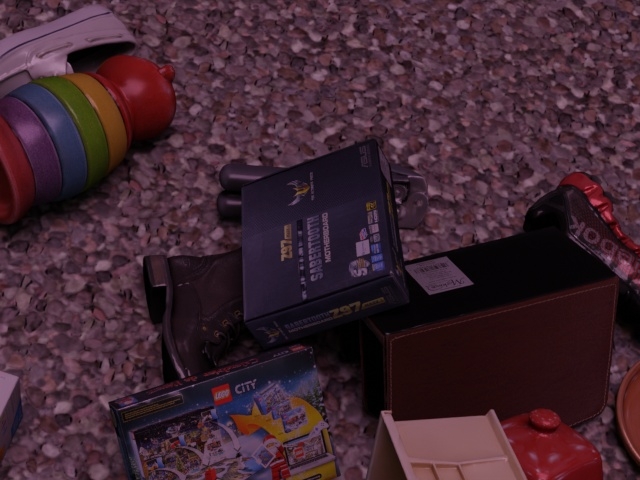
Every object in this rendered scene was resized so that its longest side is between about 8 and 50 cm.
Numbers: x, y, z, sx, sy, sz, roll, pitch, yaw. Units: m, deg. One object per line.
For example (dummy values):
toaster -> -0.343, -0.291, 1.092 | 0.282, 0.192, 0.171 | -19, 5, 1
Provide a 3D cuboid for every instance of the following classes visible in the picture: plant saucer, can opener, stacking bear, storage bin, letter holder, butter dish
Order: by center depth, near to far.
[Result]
storage bin -> 0.130, 0.349, 1.219 | 0.123, 0.262, 0.260 | -2, 39, -16
butter dish -> 0.241, 0.242, 1.371 | 0.160, 0.118, 0.160 | -14, 32, -37
letter holder -> 0.189, 0.135, 1.494 | 0.302, 0.214, 0.152 | -13, 29, -17
plant saucer -> 0.461, 0.231, 1.532 | 0.200, 0.037, 0.200 | 4, 57, -7
stacking bear -> -0.312, -0.149, 1.570 | 0.289, 0.175, 0.164 | -31, 65, -34
can opener -> 0.005, -0.067, 1.635 | 0.283, 0.076, 0.095 | 4, 25, -8

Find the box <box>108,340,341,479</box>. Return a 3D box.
box -> -0.104, 0.223, 1.375 | 0.233, 0.044, 0.159 | -16, 100, -20

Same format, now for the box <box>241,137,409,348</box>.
box -> 0.000, 0.000, 1.444 | 0.183, 0.059, 0.232 | -19, 44, 16

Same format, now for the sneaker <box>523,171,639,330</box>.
sneaker -> 0.366, 0.037, 1.605 | 0.135, 0.097, 0.276 | -22, 62, -23

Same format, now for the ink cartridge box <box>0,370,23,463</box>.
ink cartridge box -> -0.387, 0.237, 1.329 | 0.062, 0.104, 0.181 | 18, 57, 2

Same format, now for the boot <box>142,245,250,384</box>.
boot -> -0.085, 0.092, 1.488 | 0.229, 0.091, 0.263 | -8, 57, -15

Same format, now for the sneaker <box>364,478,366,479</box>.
sneaker -> 0.114, 0.308, 1.412 | 0.144, 0.059, 0.053 | 13, 85, 11

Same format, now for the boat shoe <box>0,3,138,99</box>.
boat shoe -> -0.364, -0.227, 1.646 | 0.088, 0.096, 0.267 | 41, 51, 21
